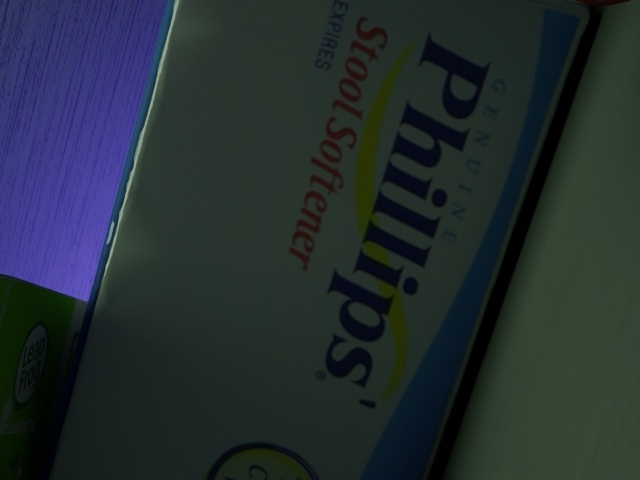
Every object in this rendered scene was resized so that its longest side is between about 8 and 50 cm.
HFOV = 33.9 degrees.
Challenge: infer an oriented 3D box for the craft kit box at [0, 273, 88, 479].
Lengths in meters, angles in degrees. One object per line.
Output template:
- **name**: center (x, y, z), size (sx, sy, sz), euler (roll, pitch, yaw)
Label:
- **craft kit box**: center (-0.146, 0.143, 0.460), size (0.250, 0.060, 0.247), euler (75, -157, -82)

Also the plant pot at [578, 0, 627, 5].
- **plant pot**: center (0.021, -0.148, 0.218), size (0.191, 0.174, 0.191), euler (18, -90, -88)

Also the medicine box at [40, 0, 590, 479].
- **medicine box**: center (0.000, 0.000, 0.516), size (0.289, 0.149, 0.264), euler (-59, -14, -79)
